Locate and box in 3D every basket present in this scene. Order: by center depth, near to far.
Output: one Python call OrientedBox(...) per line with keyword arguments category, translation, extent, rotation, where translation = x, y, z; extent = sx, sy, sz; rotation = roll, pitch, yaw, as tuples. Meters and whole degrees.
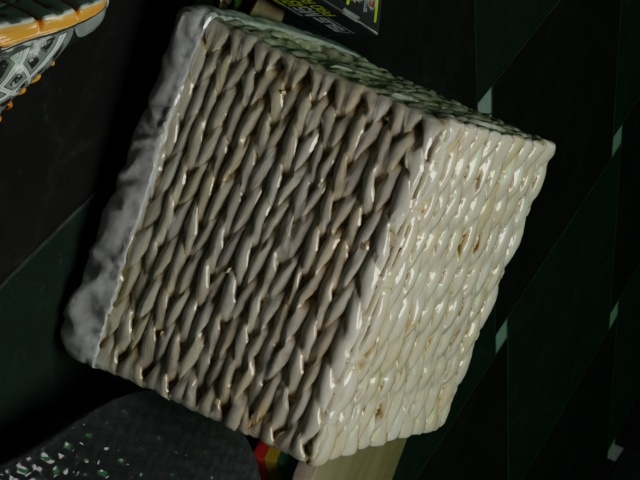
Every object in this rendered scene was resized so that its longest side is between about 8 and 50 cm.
OrientedBox(category="basket", translation=(0.000, 0.000, 1.246), extent=(0.328, 0.266, 0.331), rotation=(0, 114, -64))

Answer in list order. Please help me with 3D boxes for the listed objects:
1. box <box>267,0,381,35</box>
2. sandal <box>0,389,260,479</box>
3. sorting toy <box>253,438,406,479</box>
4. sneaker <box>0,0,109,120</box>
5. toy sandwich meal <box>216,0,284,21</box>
OrientedBox(category="box", translation=(0.000, -0.337, 1.230), extent=(0.216, 0.060, 0.270), rotation=(13, 82, -65))
OrientedBox(category="sandal", translation=(-0.232, 0.226, 1.144), extent=(0.445, 0.107, 0.168), rotation=(-10, 91, -47))
OrientedBox(category="sorting toy", translation=(0.014, 0.239, 1.632), extent=(0.255, 0.089, 0.257), rotation=(76, 31, -47))
OrientedBox(category="sneaker", translation=(-0.232, -0.122, 0.953), extent=(0.215, 0.084, 0.083), rotation=(-36, 141, -38))
OrientedBox(category="toy sandwich meal", translation=(-0.064, -0.214, 1.275), extent=(0.085, 0.029, 0.086), rotation=(-43, 142, -46))
